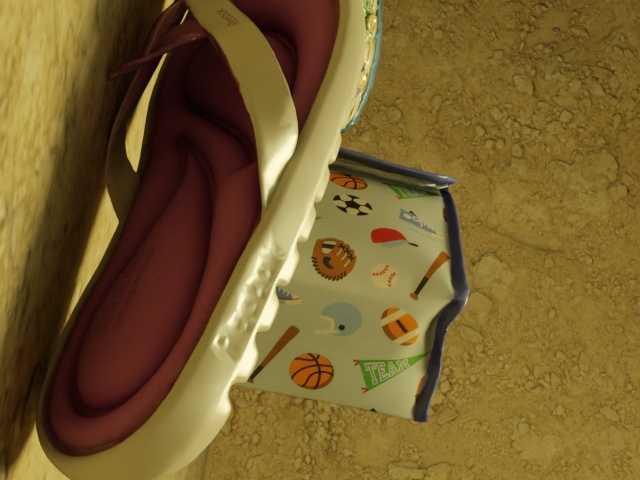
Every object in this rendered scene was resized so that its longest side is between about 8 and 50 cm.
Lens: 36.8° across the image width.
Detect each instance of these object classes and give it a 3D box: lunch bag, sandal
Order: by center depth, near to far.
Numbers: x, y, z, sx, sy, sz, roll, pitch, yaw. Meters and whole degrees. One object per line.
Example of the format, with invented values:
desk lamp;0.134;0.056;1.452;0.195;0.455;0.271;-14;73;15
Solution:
sandal;-0.071;-0.066;0.558;0.102;0.169;0.417;45;40;-40
lunch bag;0.000;0.000;1.207;0.385;0.327;0.239;-82;-174;-59

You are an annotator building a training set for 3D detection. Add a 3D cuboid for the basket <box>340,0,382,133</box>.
basket;-0.020;-0.251;1.290;0.289;0.201;0.255;-24;124;-82
